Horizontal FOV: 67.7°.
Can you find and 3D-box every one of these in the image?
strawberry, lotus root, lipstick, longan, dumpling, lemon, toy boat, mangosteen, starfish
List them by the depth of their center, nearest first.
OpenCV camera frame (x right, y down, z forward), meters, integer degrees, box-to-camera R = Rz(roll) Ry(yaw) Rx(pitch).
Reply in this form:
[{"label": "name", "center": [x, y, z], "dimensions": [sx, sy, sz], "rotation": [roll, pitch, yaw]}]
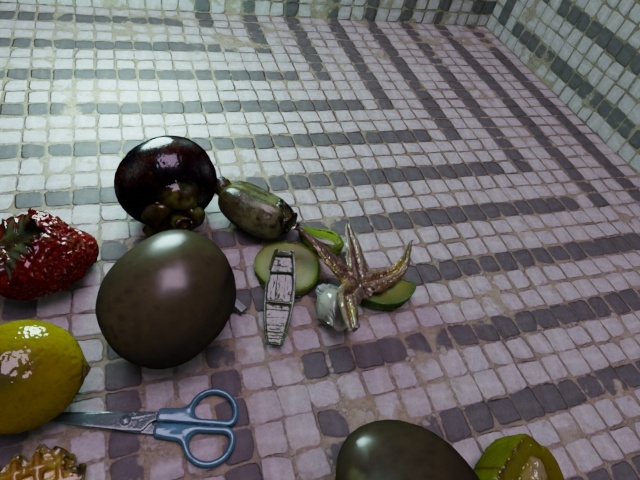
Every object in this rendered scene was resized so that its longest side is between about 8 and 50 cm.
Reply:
[{"label": "longan", "center": [0.181, 0.577, 0.970], "dimensions": [0.404, 0.336, 0.404], "rotation": [38, 31, -28]}, {"label": "lemon", "center": [-0.674, 0.301, 1.063], "dimensions": [0.268, 0.267, 0.267], "rotation": [7, 48, -8]}, {"label": "longan", "center": [-0.386, 0.152, 1.230], "dimensions": [0.361, 0.360, 0.360], "rotation": [7, 48, -8]}, {"label": "strawberry", "center": [-0.768, 0.046, 1.308], "dimensions": [0.261, 0.257, 0.260], "rotation": [-7, 61, 14]}, {"label": "toy boat", "center": [-0.122, 0.169, 1.409], "dimensions": [0.093, 0.055, 0.292], "rotation": [5, 67, -2]}, {"label": "lipstick", "center": [-0.266, 0.178, 1.415], "dimensions": [0.107, 0.025, 0.025], "rotation": [38, 51, 11]}, {"label": "dumpling", "center": [0.051, 0.204, 1.434], "dimensions": [0.127, 0.108, 0.188], "rotation": [17, 30, -29]}, {"label": "starfish", "center": [0.112, 0.076, 1.454], "dimensions": [0.398, 0.132, 0.383], "rotation": [-18, 60, -37]}, {"label": "mangosteen", "center": [-0.478, -0.168, 1.499], "dimensions": [0.330, 0.330, 0.330], "rotation": [7, 48, -8]}, {"label": "lotus root", "center": [-0.230, -0.114, 1.607], "dimensions": [0.309, 0.173, 0.173], "rotation": [28, 49, 11]}]

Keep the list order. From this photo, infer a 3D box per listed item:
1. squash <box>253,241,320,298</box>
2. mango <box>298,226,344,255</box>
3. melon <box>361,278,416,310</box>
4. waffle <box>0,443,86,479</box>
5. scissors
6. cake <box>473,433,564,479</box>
[{"label": "squash", "center": [-0.106, 0.085, 1.535], "dimensions": [0.219, 0.041, 0.219], "rotation": [7, 48, -8]}, {"label": "mango", "center": [0.000, 0.000, 1.618], "dimensions": [0.165, 0.074, 0.091], "rotation": [22, 48, 15]}, {"label": "melon", "center": [0.197, 0.170, 1.524], "dimensions": [0.210, 0.064, 0.118], "rotation": [12, 48, 0]}, {"label": "waffle", "center": [-0.588, 0.564, 0.978], "dimensions": [0.281, 0.060, 0.262], "rotation": [23, 48, 6]}, {"label": "scissors", "center": [-0.427, 0.438, 1.149], "dimensions": [0.448, 0.029, 0.192], "rotation": [7, 48, -9]}, {"label": "cake", "center": [0.468, 0.605, 1.147], "dimensions": [0.261, 0.156, 0.179], "rotation": [-36, 81, -30]}]
